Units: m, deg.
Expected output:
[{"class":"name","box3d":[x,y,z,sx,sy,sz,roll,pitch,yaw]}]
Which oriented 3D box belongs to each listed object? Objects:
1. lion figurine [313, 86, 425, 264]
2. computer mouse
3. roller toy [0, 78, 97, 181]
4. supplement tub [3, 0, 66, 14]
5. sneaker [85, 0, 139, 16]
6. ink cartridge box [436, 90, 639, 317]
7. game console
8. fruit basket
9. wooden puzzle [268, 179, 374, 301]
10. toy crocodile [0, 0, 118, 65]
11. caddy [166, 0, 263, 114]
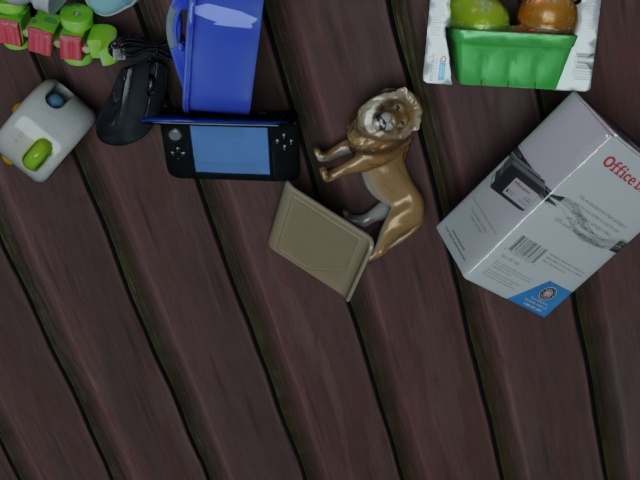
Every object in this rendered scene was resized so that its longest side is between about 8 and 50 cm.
[{"class":"lion figurine","box3d":[0.139,-0.130,1.917,0.240,0.142,0.392,-21,127,6]},{"class":"computer mouse","box3d":[-0.375,-0.291,1.853,0.072,0.188,0.272,45,126,22]},{"class":"roller toy","box3d":[-0.575,-0.232,1.880,0.146,0.209,0.191,41,73,-14]},{"class":"supplement tub","box3d":[-0.606,-0.582,1.690,0.316,0.228,0.228,27,115,-8]},{"class":"sneaker","box3d":[-0.350,-0.557,1.715,0.135,0.150,0.366,41,120,-11]},{"class":"ink cartridge box","box3d":[0.481,-0.062,1.832,0.285,0.166,0.395,25,118,-38]},{"class":"game console","box3d":[-0.195,-0.184,1.850,0.293,0.173,0.250,2,132,4]},{"class":"fruit basket","box3d":[0.369,-0.469,1.731,0.327,0.165,0.353,3,100,3]},{"class":"wooden puzzle","box3d":[0.000,0.000,1.948,0.238,0.044,0.221,37,143,13]},{"class":"toy crocodile","box3d":[-0.560,-0.418,1.816,0.340,0.105,0.115,14,138,-1]},{"class":"caddy","box3d":[-0.204,-0.397,1.724,0.179,0.241,0.341,7,135,-6]}]
